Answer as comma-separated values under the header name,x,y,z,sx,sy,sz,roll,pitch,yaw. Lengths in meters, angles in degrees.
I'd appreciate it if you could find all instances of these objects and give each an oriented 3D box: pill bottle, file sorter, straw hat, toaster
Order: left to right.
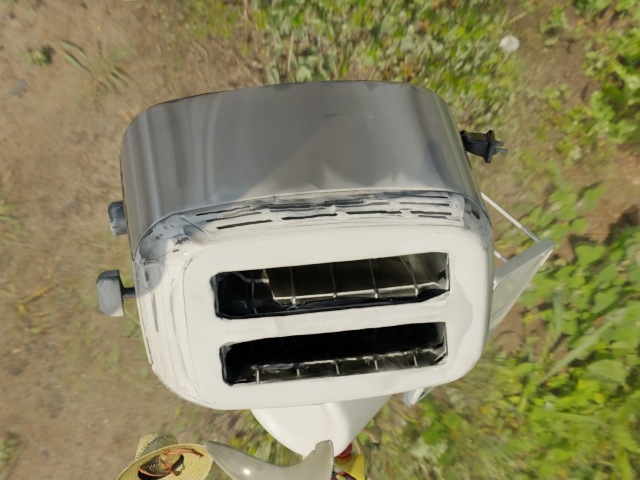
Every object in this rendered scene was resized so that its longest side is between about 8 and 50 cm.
name,x,y,z,sx,sy,sz,roll,pitch,yaw
straw hat,-0.214,0.286,1.402,0.144,0.144,0.061,-25,54,-3
toaster,0.000,0.000,0.553,0.226,0.146,0.129,-4,123,-4
pill bottle,0.035,0.105,1.095,0.131,0.131,0.229,46,50,3
file sorter,0.189,0.077,1.635,0.173,0.192,0.278,43,128,18

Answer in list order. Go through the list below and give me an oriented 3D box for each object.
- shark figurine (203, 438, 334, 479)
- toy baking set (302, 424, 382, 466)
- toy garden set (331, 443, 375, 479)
name,x,y,z,sx,sy,sz,roll,pitch,yaw
shark figurine,-0.065,0.252,0.595,0.278,0.116,0.166,-44,110,-21
toy baking set,0.027,0.270,1.735,0.030,0.196,0.256,-8,85,39
toy garden set,0.091,0.362,1.380,0.244,0.204,0.049,35,68,21
